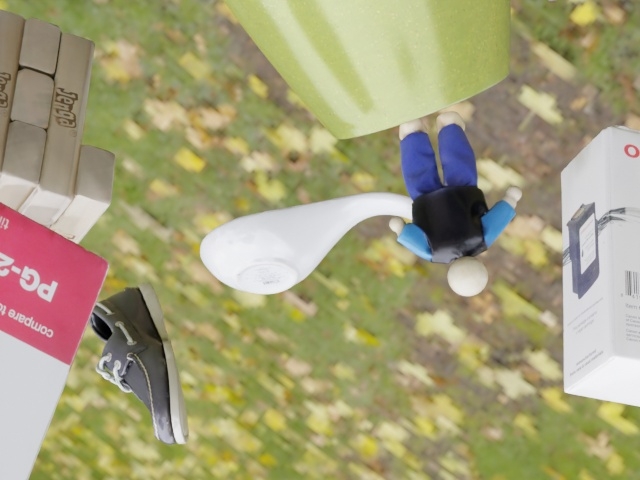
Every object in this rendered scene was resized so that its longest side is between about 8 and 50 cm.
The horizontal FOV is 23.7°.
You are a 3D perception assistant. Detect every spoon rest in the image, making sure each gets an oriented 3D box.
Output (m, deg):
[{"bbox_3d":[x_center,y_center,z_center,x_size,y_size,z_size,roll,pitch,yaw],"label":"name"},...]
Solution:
[{"bbox_3d":[0.000,0.000,1.721,0.276,0.084,0.137,-8,148,11],"label":"spoon rest"}]

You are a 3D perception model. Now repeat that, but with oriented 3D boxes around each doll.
[{"bbox_3d":[0.127,-0.034,1.452,0.129,0.189,0.046,-10,150,3],"label":"doll"}]

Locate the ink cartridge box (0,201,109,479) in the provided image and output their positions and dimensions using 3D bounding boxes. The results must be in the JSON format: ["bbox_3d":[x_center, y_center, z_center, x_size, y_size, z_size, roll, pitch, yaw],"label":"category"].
[{"bbox_3d":[-0.134,0.066,0.431,0.063,0.150,0.109,32,154,-29],"label":"ink cartridge box"}]

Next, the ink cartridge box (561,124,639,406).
[{"bbox_3d":[0.321,0.031,1.421,0.172,0.237,0.100,12,152,-16],"label":"ink cartridge box"}]

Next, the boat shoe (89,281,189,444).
[{"bbox_3d":[-0.151,0.105,1.253,0.206,0.065,0.075,-117,19,-58],"label":"boat shoe"}]

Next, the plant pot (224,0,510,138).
[{"bbox_3d":[0.023,-0.232,1.078,0.275,0.275,0.293,-3,112,62],"label":"plant pot"}]

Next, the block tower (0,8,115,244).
[{"bbox_3d":[-0.260,-0.076,0.664,0.335,0.097,0.091,17,147,-23],"label":"block tower"}]
